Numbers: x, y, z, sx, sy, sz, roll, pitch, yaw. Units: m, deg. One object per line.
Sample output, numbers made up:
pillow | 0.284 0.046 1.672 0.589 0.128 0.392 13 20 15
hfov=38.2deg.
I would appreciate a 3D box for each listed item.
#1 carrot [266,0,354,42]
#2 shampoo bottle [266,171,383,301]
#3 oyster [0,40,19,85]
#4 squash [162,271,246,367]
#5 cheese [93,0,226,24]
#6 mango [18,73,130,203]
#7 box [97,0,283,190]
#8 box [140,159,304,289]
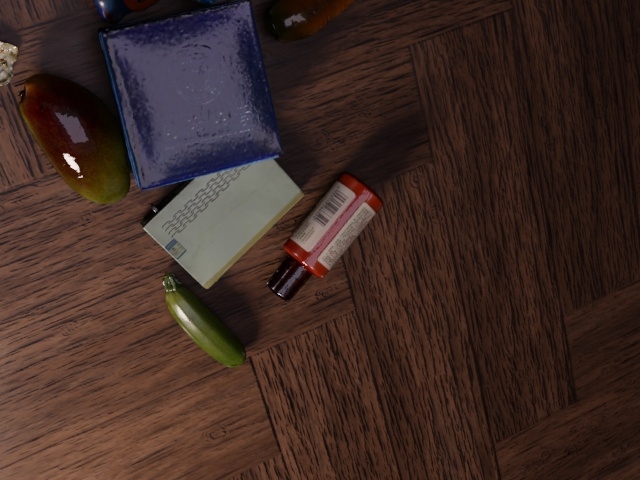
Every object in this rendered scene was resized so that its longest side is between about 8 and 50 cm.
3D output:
carrot | -0.008 -0.430 1.696 0.193 0.087 0.087 -30 116 -15
shampoo bottle | 0.000 0.000 1.824 0.104 0.104 0.278 41 87 -29
oyster | -0.536 -0.291 1.537 0.054 0.019 0.083 16 97 -29
squash | -0.230 0.165 1.795 0.066 0.066 0.252 -44 117 -6
cheese | -0.223 -0.457 1.548 0.329 0.217 0.129 -25 77 -3
mango | -0.408 -0.172 1.582 0.133 0.111 0.267 -42 124 -20
box | -0.225 -0.255 1.608 0.261 0.116 0.279 -16 108 -13
box | -0.186 -0.064 1.753 0.270 0.045 0.211 -46 118 -4
